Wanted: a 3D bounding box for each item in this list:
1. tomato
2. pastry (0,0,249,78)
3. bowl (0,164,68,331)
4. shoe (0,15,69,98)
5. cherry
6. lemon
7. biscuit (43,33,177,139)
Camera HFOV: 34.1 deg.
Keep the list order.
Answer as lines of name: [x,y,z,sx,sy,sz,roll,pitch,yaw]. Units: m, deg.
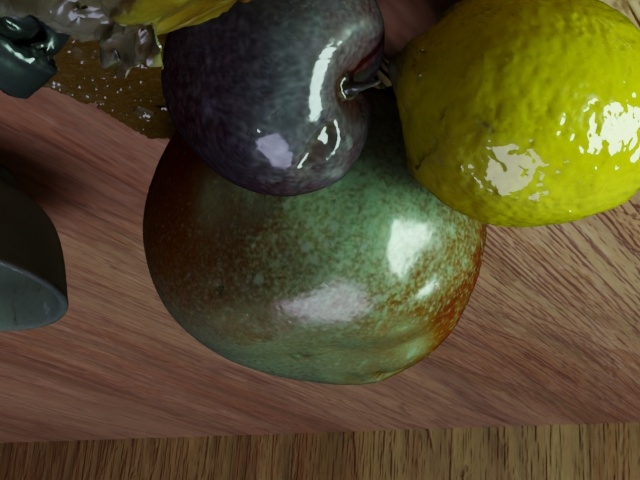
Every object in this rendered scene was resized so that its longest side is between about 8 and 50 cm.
tomato: [0.000,0.000,0.920,0.303,0.239,0.303,8,163,3]
pastry: [-0.028,-0.170,0.509,0.236,0.121,0.257,-30,-170,-38]
bowl: [-0.407,-0.009,1.127,0.289,0.146,0.289,3,158,1]
shoe: [-0.203,-0.163,0.674,0.291,0.137,0.114,-8,157,24]
cherry: [-0.037,-0.121,0.727,0.176,0.176,0.140,-9,-179,33]
lemon: [0.151,-0.093,0.748,0.193,0.180,0.180,0,167,-40]
biscuit: [-0.180,-0.147,0.877,0.131,0.026,0.237,5,161,2]
